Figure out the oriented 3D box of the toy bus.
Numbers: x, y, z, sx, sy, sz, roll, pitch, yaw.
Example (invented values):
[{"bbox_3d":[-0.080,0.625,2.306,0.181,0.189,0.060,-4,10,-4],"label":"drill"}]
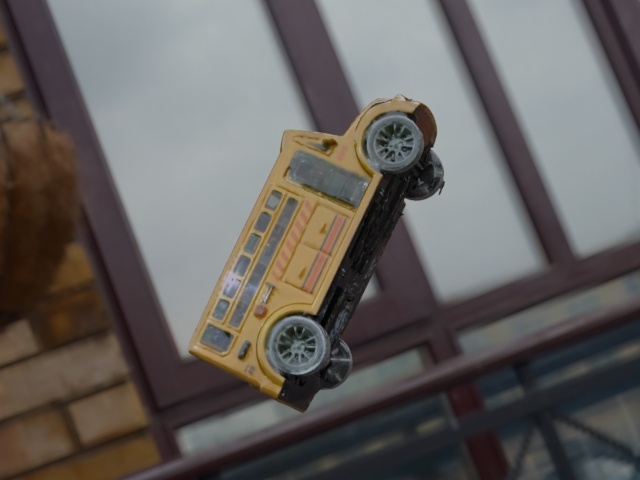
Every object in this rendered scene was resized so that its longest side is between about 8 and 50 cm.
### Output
[{"bbox_3d":[0.000,0.000,0.894,0.162,0.074,0.069,-64,-17,-5],"label":"toy bus"}]
